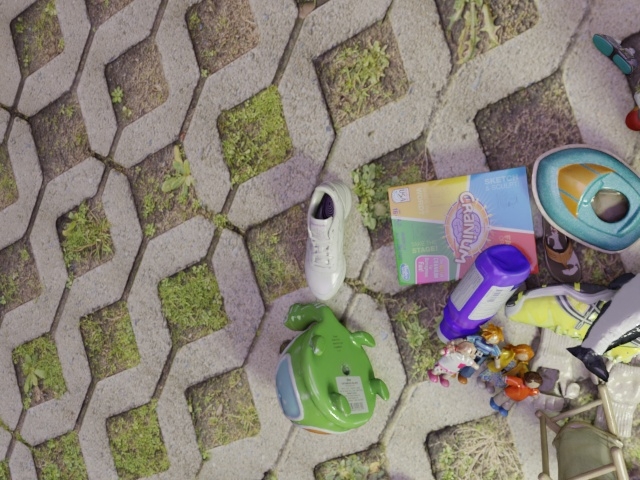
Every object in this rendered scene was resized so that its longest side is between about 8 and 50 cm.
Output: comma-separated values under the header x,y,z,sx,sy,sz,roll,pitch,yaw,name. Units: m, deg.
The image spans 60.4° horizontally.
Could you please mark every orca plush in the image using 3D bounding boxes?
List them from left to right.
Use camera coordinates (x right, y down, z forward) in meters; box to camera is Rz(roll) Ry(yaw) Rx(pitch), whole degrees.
x,y,z,sx,sy,sz,roll,pitch,yaw,name
0.600,0.158,1.024,0.287,0.151,0.102,-46,116,-20,orca plush

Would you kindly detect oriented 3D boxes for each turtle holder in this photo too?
x,y,z,sx,sy,sz,roll,pitch,yaw,name
-0.012,0.315,1.340,0.227,0.243,0.320,-35,88,36,turtle holder

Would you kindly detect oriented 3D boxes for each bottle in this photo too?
x,y,z,sx,sy,sz,roll,pitch,yaw,name
0.344,0.130,1.212,0.092,0.118,0.283,59,145,32,bottle

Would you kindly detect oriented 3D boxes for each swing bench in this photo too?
x,y,z,sx,sy,sz,roll,pitch,yaw,name
0.567,0.474,1.088,0.165,0.253,0.255,-33,89,24,swing bench

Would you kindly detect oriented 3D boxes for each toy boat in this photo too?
x,y,z,sx,sy,sz,roll,pitch,yaw,name
0.593,-0.147,1.125,0.267,0.148,0.318,32,99,6,toy boat

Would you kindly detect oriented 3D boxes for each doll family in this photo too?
x,y,z,sx,sy,sz,roll,pitch,yaw,name
0.372,0.265,1.226,0.262,0.118,0.163,26,126,-9,doll family

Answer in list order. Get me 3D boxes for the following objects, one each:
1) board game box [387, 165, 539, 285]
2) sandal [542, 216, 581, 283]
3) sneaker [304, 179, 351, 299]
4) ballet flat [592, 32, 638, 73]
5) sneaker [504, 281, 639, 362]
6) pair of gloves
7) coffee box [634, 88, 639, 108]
x,y,z,sx,sy,sz,roll,pitch,yaw,name
0.330,-0.029,1.287,0.316,0.064,0.243,-8,89,21,board game box
0.530,0.012,1.218,0.072,0.049,0.180,-10,87,20,sandal
0.000,0.000,1.371,0.114,0.152,0.305,6,95,19,sneaker
0.634,-0.405,1.178,0.041,0.041,0.114,-42,77,17,ballet flat
0.581,0.174,1.139,0.384,0.145,0.147,2,75,23,sneaker
0.585,0.306,1.209,0.240,0.042,0.204,18,97,19,pair of gloves
0.817,-0.216,0.883,0.337,0.338,0.335,-21,83,-16,coffee box
